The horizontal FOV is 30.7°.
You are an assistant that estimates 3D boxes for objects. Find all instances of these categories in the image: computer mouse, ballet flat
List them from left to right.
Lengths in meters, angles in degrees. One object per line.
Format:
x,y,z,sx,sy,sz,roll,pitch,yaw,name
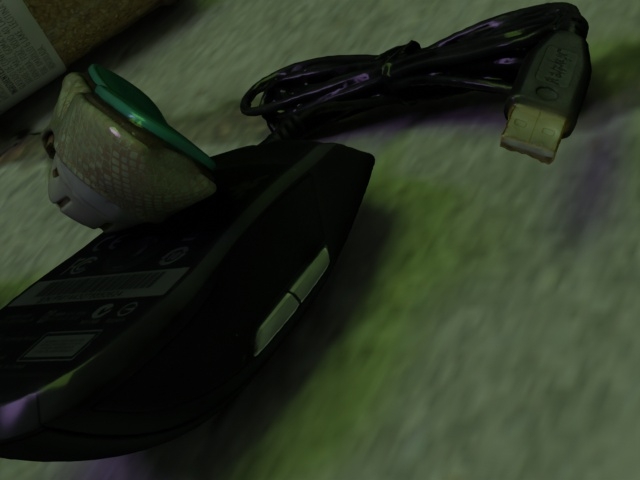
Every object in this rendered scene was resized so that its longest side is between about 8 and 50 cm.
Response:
-0.075,-0.027,0.425,0.052,0.057,0.168,-56,18,3,ballet flat
0.000,0.000,0.411,0.184,0.060,0.262,-9,28,37,computer mouse

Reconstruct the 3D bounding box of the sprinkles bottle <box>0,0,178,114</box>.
-0.253,-0.099,0.675,0.355,0.121,0.121,-35,34,-6,sprinkles bottle
